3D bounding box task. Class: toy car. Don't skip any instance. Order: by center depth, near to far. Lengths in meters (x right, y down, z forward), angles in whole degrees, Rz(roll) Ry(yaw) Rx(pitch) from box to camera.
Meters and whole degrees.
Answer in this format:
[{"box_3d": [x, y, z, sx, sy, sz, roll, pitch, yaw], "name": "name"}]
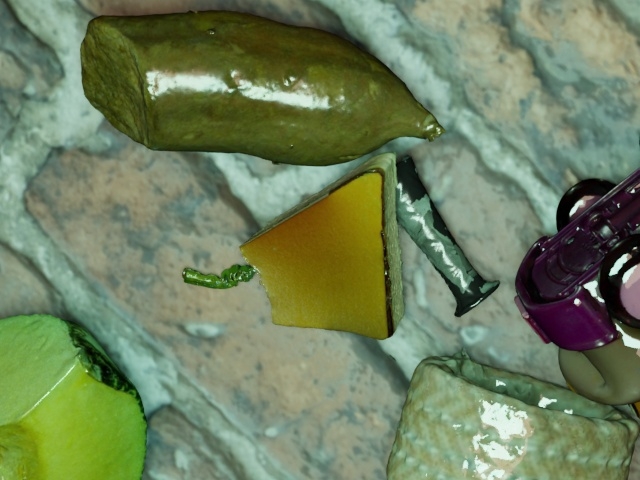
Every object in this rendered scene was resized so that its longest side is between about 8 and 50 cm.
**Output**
[{"box_3d": [0.364, 0.029, 1.352, 0.341, 0.271, 0.240, -40, 103, 10], "name": "toy car"}]

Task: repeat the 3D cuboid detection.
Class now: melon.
[{"box_3d": [-0.334, 0.243, 1.500, 0.343, 0.226, 0.331, -39, 77, -3], "name": "melon"}]

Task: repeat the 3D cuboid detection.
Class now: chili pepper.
[{"box_3d": [-0.105, 0.039, 1.532, 0.083, 0.022, 0.027, -4, 97, 13], "name": "chili pepper"}]

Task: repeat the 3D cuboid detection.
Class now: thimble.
[{"box_3d": [0.187, 0.205, 1.417, 0.229, 0.196, 0.148, 16, 97, 7], "name": "thimble"}]

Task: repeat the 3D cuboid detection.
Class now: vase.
[{"box_3d": [0.114, -0.005, 1.476, 0.059, 0.059, 0.167, -35, 90, 11], "name": "vase"}]

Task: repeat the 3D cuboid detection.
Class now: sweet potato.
[{"box_3d": [-0.061, -0.150, 1.445, 0.370, 0.158, 0.157, 4, 97, -2], "name": "sweet potato"}]

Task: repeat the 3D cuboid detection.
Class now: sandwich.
[{"box_3d": [0.000, 0.000, 1.460, 0.162, 0.058, 0.193, 6, 120, 18], "name": "sandwich"}]
